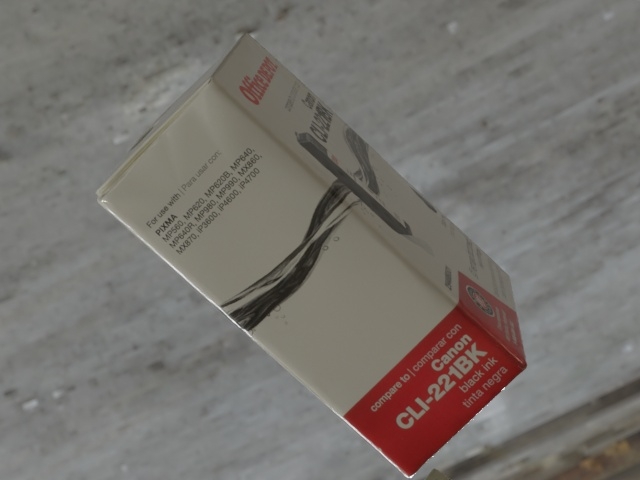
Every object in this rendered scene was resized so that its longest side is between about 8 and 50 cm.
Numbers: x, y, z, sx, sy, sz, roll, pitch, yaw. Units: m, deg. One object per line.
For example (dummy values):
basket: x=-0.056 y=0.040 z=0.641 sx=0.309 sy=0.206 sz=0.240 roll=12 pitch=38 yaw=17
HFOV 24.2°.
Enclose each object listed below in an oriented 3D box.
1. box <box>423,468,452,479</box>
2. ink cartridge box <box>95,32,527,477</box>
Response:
box: x=0.130 y=0.440 z=1.935 sx=0.232 sy=0.149 sz=0.127 roll=-49 pitch=168 yaw=-30
ink cartridge box: x=0.000 y=0.000 z=1.009 sx=0.114 sy=0.273 sz=0.197 roll=-46 pitch=-171 yaw=14
